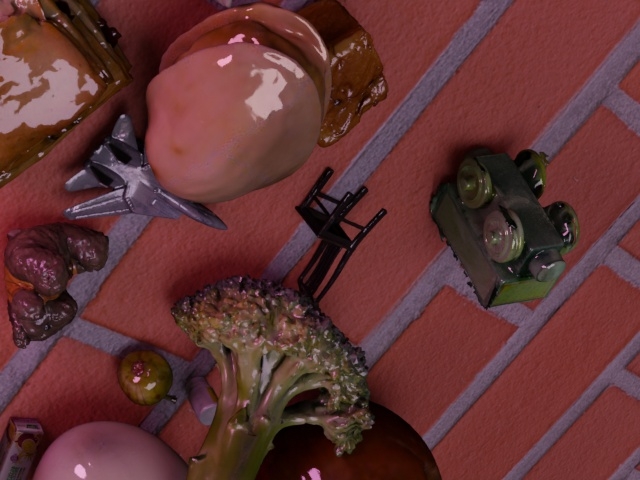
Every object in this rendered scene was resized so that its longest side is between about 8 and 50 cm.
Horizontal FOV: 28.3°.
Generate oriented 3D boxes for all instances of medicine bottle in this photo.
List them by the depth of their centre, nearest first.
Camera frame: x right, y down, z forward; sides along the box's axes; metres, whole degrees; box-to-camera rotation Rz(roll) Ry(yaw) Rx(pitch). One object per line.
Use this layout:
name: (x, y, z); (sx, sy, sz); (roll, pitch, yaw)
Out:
medicine bottle: (-0.198, 0.272, 2.160); (0.047, 0.083, 0.047); (-14, 128, -18)

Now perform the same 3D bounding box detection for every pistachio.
pistachio: (-0.118, -0.176, 1.718); (0.238, 0.229, 0.321); (24, 136, -15)

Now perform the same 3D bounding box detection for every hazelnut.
hazelnut: (0.007, 0.481, 2.250); (0.429, 0.402, 0.402); (-38, 132, 9)

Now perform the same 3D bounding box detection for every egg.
egg: (-0.336, 0.445, 2.087); (0.283, 0.283, 0.345); (-26, 121, -9)

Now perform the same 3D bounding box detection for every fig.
fig: (-0.277, 0.252, 2.102); (0.093, 0.093, 0.166); (-26, 132, -9)

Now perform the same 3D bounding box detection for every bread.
bread: (-0.436, -0.226, 1.607); (0.314, 0.191, 0.370); (-39, 130, 4)
bread: (0.005, -0.248, 1.847); (0.143, 0.158, 0.149); (-35, 131, -8)

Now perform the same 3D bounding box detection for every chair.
chair: (0.000, 0.000, 2.071); (0.101, 0.084, 0.212); (24, 110, -41)

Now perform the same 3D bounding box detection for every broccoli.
broccoli: (-0.125, 0.232, 2.008); (0.397, 0.353, 0.275); (-33, 165, -22)

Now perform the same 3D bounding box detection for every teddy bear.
teddy bear: (-0.409, 0.065, 1.875); (0.140, 0.177, 0.190); (21, 120, 13)

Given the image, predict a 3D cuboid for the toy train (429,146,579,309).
toy train: (0.305, -0.026, 2.098); (0.159, 0.271, 0.188); (-8, 143, -26)

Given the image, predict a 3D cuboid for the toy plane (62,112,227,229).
toy plane: (-0.238, -0.080, 1.892); (0.212, 0.088, 0.267); (-49, 139, 12)

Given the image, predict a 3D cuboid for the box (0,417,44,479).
box: (-0.516, 0.383, 2.103); (0.050, 0.041, 0.207); (8, 119, -35)

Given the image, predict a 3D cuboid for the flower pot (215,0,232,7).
flower pot: (-0.208, -0.442, 1.588); (0.368, 0.164, 0.254); (5, 111, -26)
